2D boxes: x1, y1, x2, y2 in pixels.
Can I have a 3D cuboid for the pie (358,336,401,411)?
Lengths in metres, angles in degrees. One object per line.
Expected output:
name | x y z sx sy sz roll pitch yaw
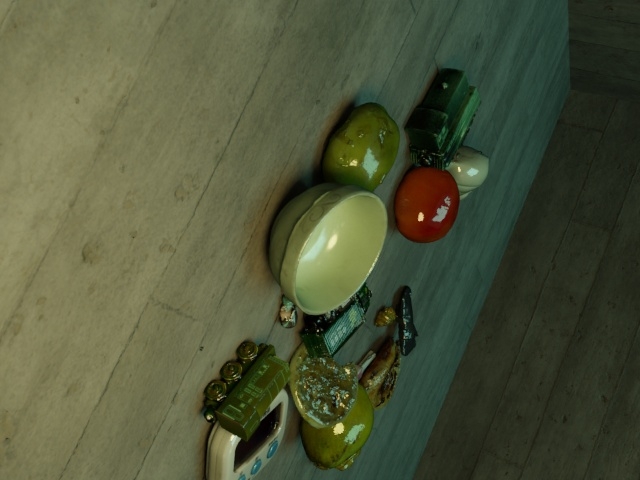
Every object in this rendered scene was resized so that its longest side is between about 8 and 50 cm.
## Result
pie | 0.216 0.488 2.433 0.308 0.085 0.309 -48 148 -44

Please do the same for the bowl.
bowl | 0.000 0.000 1.553 0.307 0.163 0.307 -35 143 -32

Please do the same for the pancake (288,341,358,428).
pancake | 0.010 0.388 1.865 0.253 0.037 0.254 15 66 -37

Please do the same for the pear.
pear | 0.045 0.529 1.994 0.269 0.212 0.212 -68 155 -21

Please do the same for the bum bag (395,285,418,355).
bum bag | 0.309 0.292 2.470 0.123 0.059 0.249 -23 107 -64

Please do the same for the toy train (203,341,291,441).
toy train | -0.160 0.329 1.536 0.225 0.137 0.090 -50 148 -34

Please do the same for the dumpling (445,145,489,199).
dumpling | 0.470 -0.226 2.395 0.175 0.243 0.227 -99 -154 -50

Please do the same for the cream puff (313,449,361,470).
cream puff | 0.051 0.691 2.204 0.146 0.146 0.116 4 106 -63

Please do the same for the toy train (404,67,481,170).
toy train | 0.376 -0.381 2.091 0.331 0.138 0.178 -62 149 -19

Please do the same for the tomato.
tomato | 0.342 -0.111 2.163 0.260 0.179 0.260 -47 147 -44

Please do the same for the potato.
potato | 0.099 -0.211 1.651 0.186 0.148 0.254 16 93 -67

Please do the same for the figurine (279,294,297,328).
figurine | -0.078 0.166 1.692 0.060 0.047 0.106 -108 -161 -72

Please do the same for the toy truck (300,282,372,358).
toy truck | 0.048 0.201 1.873 0.259 0.088 0.121 -41 116 -46

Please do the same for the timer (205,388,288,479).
timer | -0.179 0.478 1.661 0.262 0.087 0.237 -33 137 -52

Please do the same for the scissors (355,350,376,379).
scissors | 0.118 0.445 2.280 0.242 0.030 0.118 -40 144 -47

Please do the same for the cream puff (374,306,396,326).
cream puff | 0.226 0.264 2.332 0.083 0.058 0.083 -66 156 -4
